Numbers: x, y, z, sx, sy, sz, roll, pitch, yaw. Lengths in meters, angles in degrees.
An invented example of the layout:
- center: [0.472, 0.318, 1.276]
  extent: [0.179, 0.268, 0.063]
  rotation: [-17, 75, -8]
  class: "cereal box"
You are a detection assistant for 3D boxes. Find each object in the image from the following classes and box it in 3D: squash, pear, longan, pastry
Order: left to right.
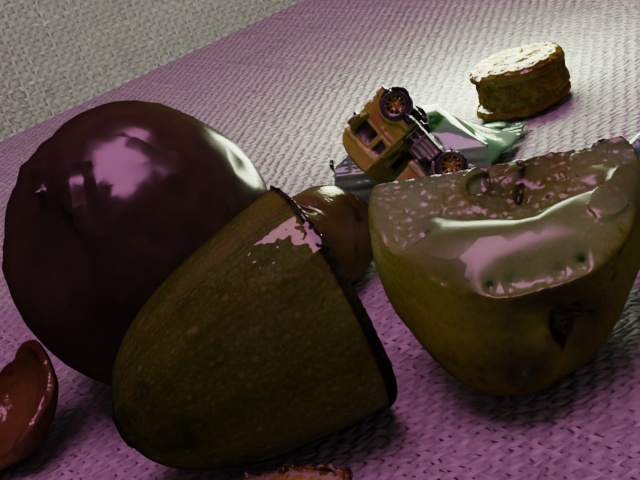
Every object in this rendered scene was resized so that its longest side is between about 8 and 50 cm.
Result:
- center: [-0.256, 0.002, 1.892]
  extent: [0.404, 0.404, 0.436]
  rotation: [-25, 23, -12]
  class: "longan"
- center: [-0.114, 0.135, 1.588]
  extent: [0.309, 0.310, 0.310]
  rotation: [-28, 22, -11]
  class: "squash"
- center: [0.371, -0.298, 2.482]
  extent: [0.188, 0.103, 0.189]
  rotation: [-18, 20, 7]
  class: "pastry"
- center: [0.238, 0.055, 1.587]
  extent: [0.342, 0.238, 0.318]
  rotation: [-10, 34, 9]
  class: "pear"

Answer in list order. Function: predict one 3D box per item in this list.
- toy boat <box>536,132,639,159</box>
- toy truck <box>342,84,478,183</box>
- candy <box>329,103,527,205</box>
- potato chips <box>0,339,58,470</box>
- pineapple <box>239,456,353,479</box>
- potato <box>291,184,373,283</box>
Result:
- center: [0.432, -0.093, 1.886]
  extent: [0.332, 0.133, 0.145]
  rotation: [3, 31, 45]
  class: "toy boat"
- center: [0.145, -0.091, 1.987]
  extent: [0.157, 0.272, 0.124]
  rotation: [-42, -20, 8]
  class: "toy truck"
- center: [0.194, -0.145, 2.241]
  extent: [0.263, 0.172, 0.398]
  rotation: [-3, 6, 19]
  class: "candy"
- center: [-0.415, 0.240, 1.860]
  extent: [0.208, 0.062, 0.195]
  rotation: [4, 66, 57]
  class: "potato chips"
- center: [-0.048, 0.307, 1.456]
  extent: [0.221, 0.047, 0.221]
  rotation: [-14, 21, 5]
  class: "pineapple"
- center: [0.004, -0.002, 2.010]
  extent: [0.137, 0.154, 0.200]
  rotation: [-10, 18, 28]
  class: "potato"
